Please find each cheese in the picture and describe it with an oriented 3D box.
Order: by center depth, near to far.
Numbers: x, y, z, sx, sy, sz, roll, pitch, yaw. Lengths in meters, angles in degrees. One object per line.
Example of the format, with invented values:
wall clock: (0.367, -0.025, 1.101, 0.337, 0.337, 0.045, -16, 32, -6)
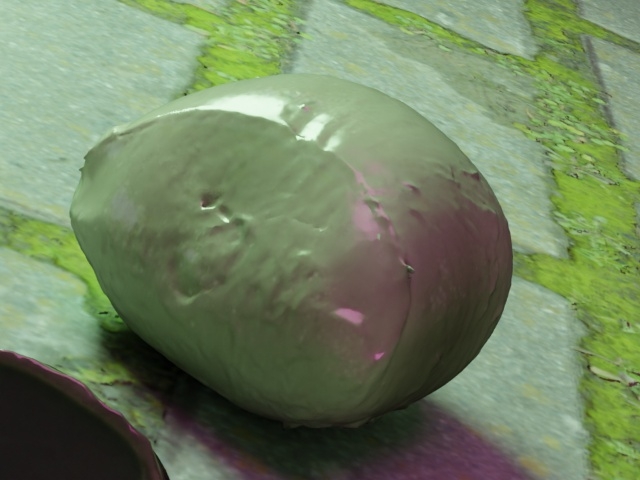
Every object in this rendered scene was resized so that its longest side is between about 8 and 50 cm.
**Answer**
cheese: (0.000, 0.000, 0.939, 0.198, 0.154, 0.189, 35, 19, 30)

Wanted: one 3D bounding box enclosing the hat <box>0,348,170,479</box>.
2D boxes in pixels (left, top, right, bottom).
hat: (-0.078, 0.148, 0.506, 0.275, 0.161, 0.232, 8, 23, -8)
